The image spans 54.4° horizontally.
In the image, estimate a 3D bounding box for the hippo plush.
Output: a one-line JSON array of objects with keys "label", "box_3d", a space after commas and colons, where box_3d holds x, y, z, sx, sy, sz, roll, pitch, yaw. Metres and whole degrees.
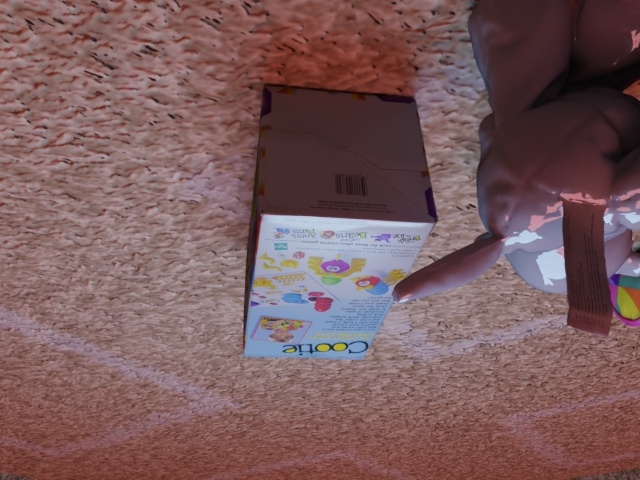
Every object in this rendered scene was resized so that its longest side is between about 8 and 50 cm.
[{"label": "hippo plush", "box_3d": [0.227, -0.041, 0.481, 0.234, 0.294, 0.236, 7, 161, 26]}]

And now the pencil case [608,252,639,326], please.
[{"label": "pencil case", "box_3d": [0.500, 0.068, 0.811, 0.236, 0.105, 0.104, 3, 147, -12]}]

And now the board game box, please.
[{"label": "board game box", "box_3d": [0.000, 0.000, 0.628, 0.144, 0.142, 0.275, 3, 146, -9]}]
